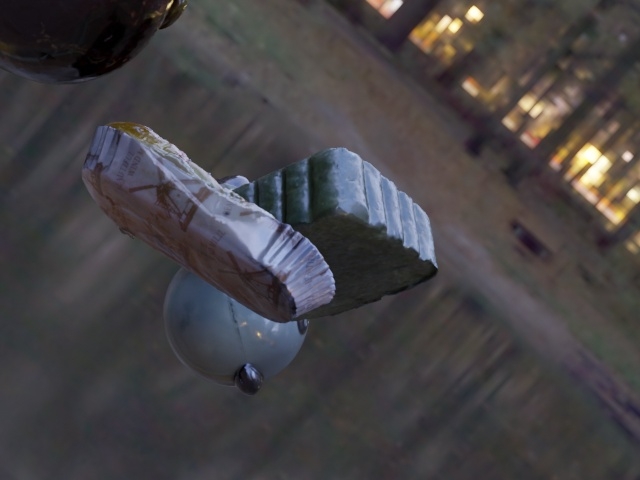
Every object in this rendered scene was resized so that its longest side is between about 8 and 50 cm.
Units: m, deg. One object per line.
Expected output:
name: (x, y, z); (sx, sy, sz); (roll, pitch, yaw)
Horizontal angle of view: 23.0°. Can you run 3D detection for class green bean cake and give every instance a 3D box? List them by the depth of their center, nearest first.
green bean cake: (0.000, 0.000, 1.543); (0.185, 0.183, 0.094); (36, 40, -45)

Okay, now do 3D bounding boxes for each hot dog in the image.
hot dog: (-0.095, -0.013, 1.328); (0.253, 0.069, 0.131); (32, -24, 17)

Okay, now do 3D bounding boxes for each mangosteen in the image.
mangosteen: (-0.201, -0.246, 1.320); (0.265, 0.228, 0.228); (-8, 46, -47)

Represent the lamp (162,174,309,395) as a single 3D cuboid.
lamp: (-0.106, 0.055, 1.875); (0.197, 0.198, 0.243); (-115, -164, -70)
